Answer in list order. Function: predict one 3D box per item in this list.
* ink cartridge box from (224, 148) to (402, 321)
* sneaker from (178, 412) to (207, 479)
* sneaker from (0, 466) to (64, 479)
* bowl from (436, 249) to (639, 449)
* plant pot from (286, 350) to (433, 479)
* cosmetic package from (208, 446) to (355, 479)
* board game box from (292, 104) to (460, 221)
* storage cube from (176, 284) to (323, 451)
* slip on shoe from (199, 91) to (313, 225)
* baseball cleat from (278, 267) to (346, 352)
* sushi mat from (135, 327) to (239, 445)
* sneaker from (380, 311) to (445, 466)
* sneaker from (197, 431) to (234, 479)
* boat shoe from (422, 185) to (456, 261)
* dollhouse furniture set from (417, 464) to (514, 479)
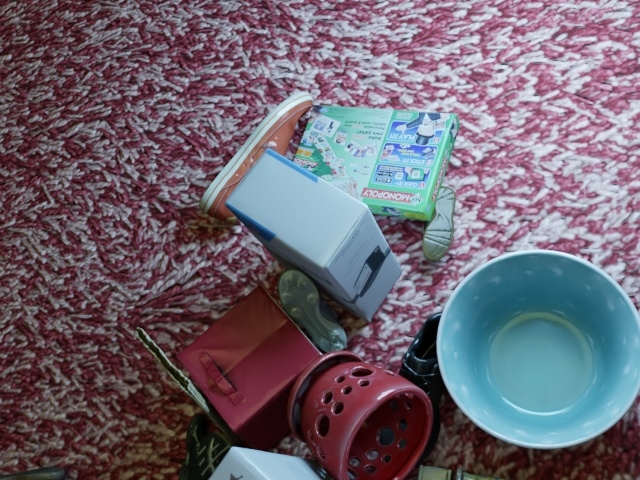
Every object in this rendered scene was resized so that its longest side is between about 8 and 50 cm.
[{"bbox_3d":[0.000,0.000,1.296,0.223,0.307,0.129,31,80,26],"label":"ink cartridge box"},{"bbox_3d":[-0.210,0.413,1.354,0.089,0.051,0.170,6,77,20],"label":"sneaker"},{"bbox_3d":[-0.585,0.496,1.447,0.188,0.066,0.071,-14,83,19],"label":"sneaker"},{"bbox_3d":[0.356,0.187,1.187,0.311,0.163,0.311,-7,67,16],"label":"bowl"},{"bbox_3d":[0.055,0.283,1.159,0.174,0.191,0.191,25,78,49],"label":"plant pot"},{"bbox_3d":[-0.003,0.444,1.045,0.230,0.453,0.161,35,85,27],"label":"cosmetic package"},{"bbox_3d":[0.095,-0.161,1.443,0.317,0.046,0.213,10,72,30],"label":"board game box"},{"bbox_3d":[-0.104,0.231,1.301,0.193,0.215,0.183,-41,62,-7],"label":"storage cube"},{"bbox_3d":[-0.116,-0.170,1.519,0.101,0.123,0.331,37,82,0],"label":"slip on shoe"},{"bbox_3d":[-0.023,0.117,1.322,0.072,0.206,0.109,-28,29,2],"label":"baseball cleat"},{"bbox_3d":[-0.224,0.261,1.270,0.019,0.316,0.151,-42,62,-14],"label":"sushi mat"},{"bbox_3d":[0.165,0.249,1.246,0.109,0.130,0.286,14,76,20],"label":"sneaker"},{"bbox_3d":[-0.138,0.428,1.298,0.081,0.094,0.208,-47,67,13],"label":"sneaker"},{"bbox_3d":[0.224,-0.027,1.377,0.056,0.049,0.152,16,71,4],"label":"boat shoe"},{"bbox_3d":[0.234,0.452,1.161,0.182,0.101,0.161,3,71,19],"label":"dollhouse furniture set"}]
